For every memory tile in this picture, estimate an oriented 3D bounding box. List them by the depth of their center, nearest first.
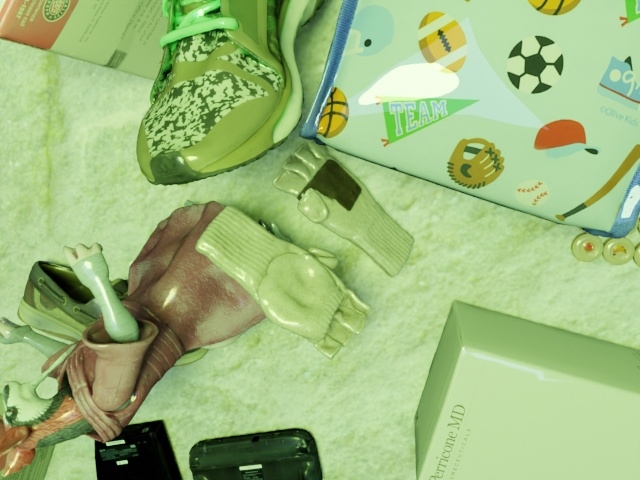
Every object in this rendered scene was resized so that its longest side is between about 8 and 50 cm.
[{"bbox_3d":[0.391,-0.021,0.645,0.148,0.012,0.113,6,102,8],"label":"memory tile"}]

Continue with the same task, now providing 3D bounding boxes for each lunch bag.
[{"bbox_3d":[0.190,-0.235,0.522,0.328,0.239,0.385,20,99,1],"label":"lunch bag"}]

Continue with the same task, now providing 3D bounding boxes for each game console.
[{"bbox_3d":[-0.173,0.371,0.802,0.362,0.044,0.213,-11,101,12],"label":"game console"}]

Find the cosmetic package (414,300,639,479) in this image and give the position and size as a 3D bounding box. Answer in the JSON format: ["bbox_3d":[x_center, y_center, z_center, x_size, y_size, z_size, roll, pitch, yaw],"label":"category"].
[{"bbox_3d":[0.315,0.227,0.635,0.366,0.155,0.196,13,105,5],"label":"cosmetic package"}]

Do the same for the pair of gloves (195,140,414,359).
[{"bbox_3d":[0.000,0.000,0.609,0.204,0.240,0.042,44,140,-2],"label":"pair of gloves"}]

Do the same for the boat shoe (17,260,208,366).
[{"bbox_3d":[-0.291,0.098,0.737,0.285,0.103,0.092,15,108,12],"label":"boat shoe"}]

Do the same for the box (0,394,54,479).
[{"bbox_3d":[-0.517,0.354,0.755,0.127,0.232,0.148,24,104,4],"label":"box"}]

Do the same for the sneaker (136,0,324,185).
[{"bbox_3d":[-0.103,-0.230,0.490,0.158,0.410,0.182,-7,143,21],"label":"sneaker"}]

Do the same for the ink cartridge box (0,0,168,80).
[{"bbox_3d":[-0.227,-0.300,0.553,0.117,0.283,0.207,38,104,4],"label":"ink cartridge box"}]

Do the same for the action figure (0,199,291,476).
[{"bbox_3d":[-0.206,0.117,0.617,0.275,0.370,0.248,48,145,-17],"label":"action figure"}]
